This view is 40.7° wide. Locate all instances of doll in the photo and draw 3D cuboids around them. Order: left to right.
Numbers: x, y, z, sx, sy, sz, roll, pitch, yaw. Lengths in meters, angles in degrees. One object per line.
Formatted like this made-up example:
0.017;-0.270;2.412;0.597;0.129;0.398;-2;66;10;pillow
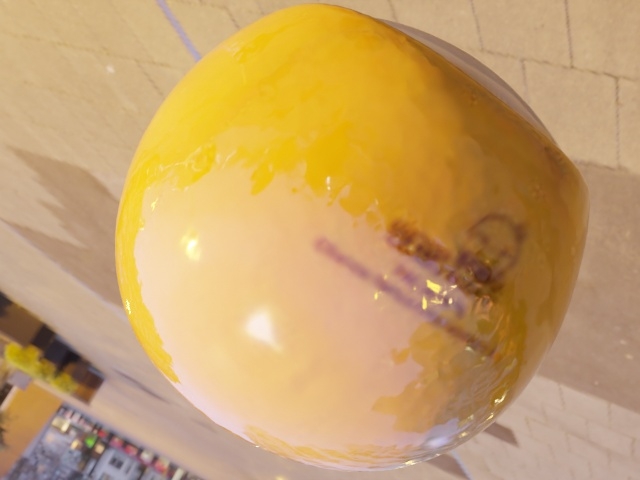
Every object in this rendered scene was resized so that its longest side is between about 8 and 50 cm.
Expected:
0.000;0.000;0.426;0.213;0.213;0.236;36;170;-21;doll
